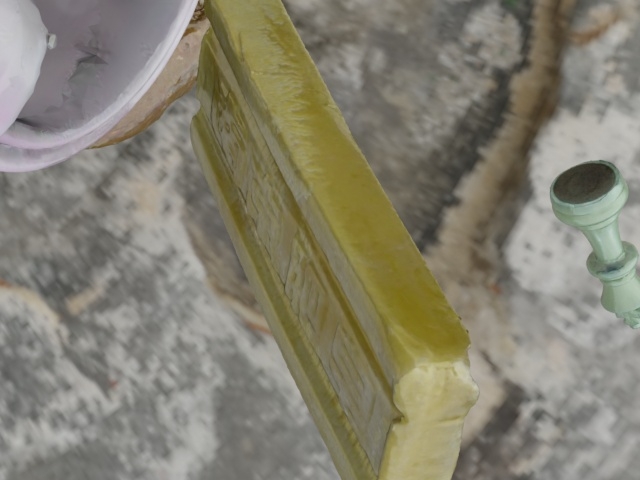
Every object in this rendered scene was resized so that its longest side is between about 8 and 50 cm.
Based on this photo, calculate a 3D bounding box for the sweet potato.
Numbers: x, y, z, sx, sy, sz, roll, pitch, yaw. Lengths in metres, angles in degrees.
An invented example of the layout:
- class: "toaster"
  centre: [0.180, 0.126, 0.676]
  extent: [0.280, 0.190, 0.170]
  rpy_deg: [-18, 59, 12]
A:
- class: "sweet potato"
  centre: [-0.085, -0.129, 1.141]
  extent: [0.206, 0.060, 0.068]
  rpy_deg: [-50, 128, -30]

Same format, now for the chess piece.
- class: "chess piece"
  centre: [0.225, 0.011, 1.452]
  extent: [0.059, 0.059, 0.149]
  rpy_deg: [-34, 124, -9]

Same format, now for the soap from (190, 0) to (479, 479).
- class: "soap"
  centre: [-0.001, 0.000, 0.776]
  extent: [0.037, 0.252, 0.092]
  rpy_deg: [-8, 134, -18]

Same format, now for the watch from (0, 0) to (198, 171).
- class: "watch"
  centre: [-0.149, -0.114, 0.824]
  extent: [0.248, 0.211, 0.217]
  rpy_deg: [-62, 153, -6]
